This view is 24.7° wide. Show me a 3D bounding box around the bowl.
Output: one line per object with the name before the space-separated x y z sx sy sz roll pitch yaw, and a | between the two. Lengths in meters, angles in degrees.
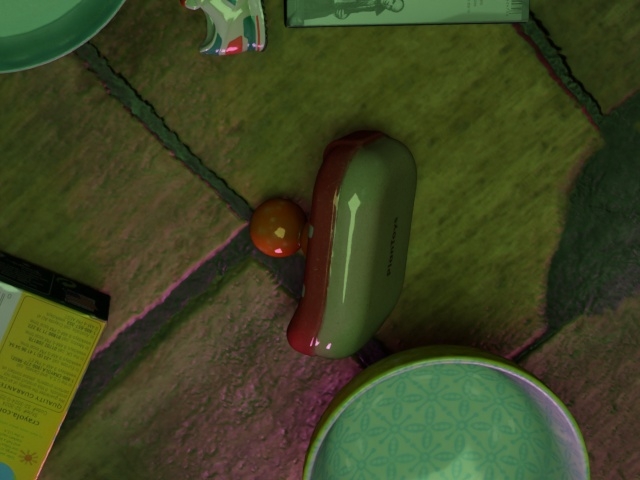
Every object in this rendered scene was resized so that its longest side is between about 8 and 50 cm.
bowl | 0.118 0.223 1.507 0.289 0.156 0.289 -2 109 -6

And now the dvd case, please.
dvd case | 0.084 -0.294 1.394 0.239 0.029 0.179 -2 109 -6

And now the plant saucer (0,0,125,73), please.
plant saucer | -0.312 -0.312 1.340 0.318 0.043 0.317 -2 109 -5

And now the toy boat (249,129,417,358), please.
toy boat | 0.000 0.000 1.446 0.151 0.151 0.231 14 109 21

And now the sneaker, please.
sneaker | -0.098 -0.249 1.375 0.075 0.057 0.161 -13 113 -7

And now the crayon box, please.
crayon box | -0.366 0.166 1.478 0.202 0.081 0.318 24 104 -13
